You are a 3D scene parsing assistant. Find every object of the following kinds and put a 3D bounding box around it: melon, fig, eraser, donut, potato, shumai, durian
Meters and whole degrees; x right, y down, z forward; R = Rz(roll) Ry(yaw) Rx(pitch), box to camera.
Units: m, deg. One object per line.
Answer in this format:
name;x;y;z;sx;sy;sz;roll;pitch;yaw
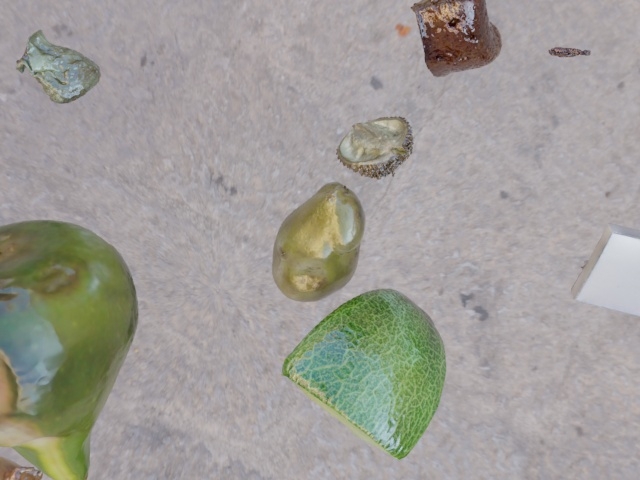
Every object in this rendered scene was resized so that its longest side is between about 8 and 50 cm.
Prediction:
melon;0.126;0.259;1.593;0.331;0.226;0.343;32;69;6
fig;-0.265;0.125;0.682;0.206;0.206;0.275;-10;123;-9
eraser;0.381;0.041;0.827;0.150;0.023;0.103;14;124;-4
donut;0.239;-0.351;1.248;0.126;0.186;0.144;-3;42;27
potato;0.003;0.003;1.649;0.203;0.351;0.218;23;44;-2
shumai;-0.311;-0.212;0.851;0.082;0.080;0.083;2;45;26
durian;0.110;-0.177;1.395;0.148;0.188;0.091;-39;135;1

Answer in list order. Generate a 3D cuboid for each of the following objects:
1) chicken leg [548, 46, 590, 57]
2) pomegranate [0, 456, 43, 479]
chicken leg;0.516;-0.389;1.491;0.083;0.036;0.021;8;94;16
pomegranate;-0.636;0.517;1.365;0.207;0.207;0.207;1;86;-8
